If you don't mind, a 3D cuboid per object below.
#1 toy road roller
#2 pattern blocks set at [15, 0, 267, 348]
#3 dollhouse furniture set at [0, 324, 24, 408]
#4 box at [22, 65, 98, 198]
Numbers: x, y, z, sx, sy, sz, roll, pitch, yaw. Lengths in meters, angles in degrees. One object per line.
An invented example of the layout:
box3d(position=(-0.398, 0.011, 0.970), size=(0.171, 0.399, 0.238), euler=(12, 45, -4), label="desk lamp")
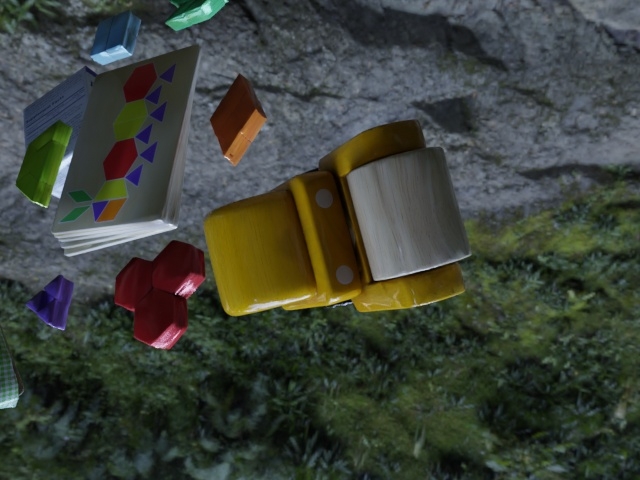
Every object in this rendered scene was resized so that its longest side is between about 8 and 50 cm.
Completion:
box3d(position=(0.000, 0.000, 0.791), size=(0.240, 0.203, 0.329), euler=(-14, 178, -27), label="toy road roller")
box3d(position=(-0.169, -0.078, 0.563), size=(0.285, 0.325, 0.026), euler=(4, 162, 34), label="pattern blocks set")
box3d(position=(-0.413, 0.027, 0.586), size=(0.197, 0.302, 0.151), euler=(-16, 161, -39), label="dollhouse furniture set")
box3d(position=(-0.342, -0.147, 0.887), size=(0.126, 0.137, 0.072), euler=(-27, 150, 17), label="box")
